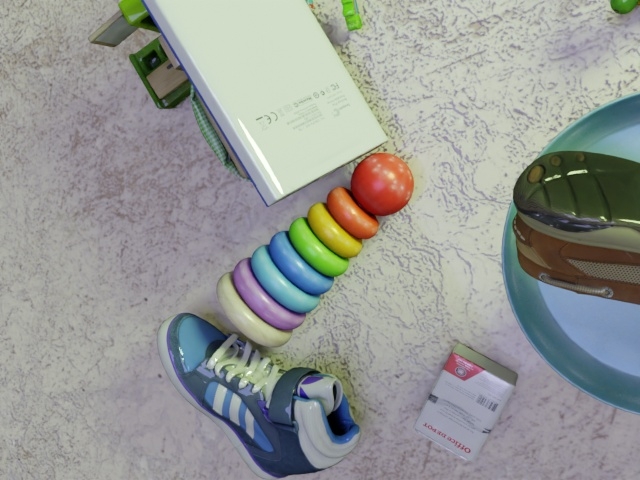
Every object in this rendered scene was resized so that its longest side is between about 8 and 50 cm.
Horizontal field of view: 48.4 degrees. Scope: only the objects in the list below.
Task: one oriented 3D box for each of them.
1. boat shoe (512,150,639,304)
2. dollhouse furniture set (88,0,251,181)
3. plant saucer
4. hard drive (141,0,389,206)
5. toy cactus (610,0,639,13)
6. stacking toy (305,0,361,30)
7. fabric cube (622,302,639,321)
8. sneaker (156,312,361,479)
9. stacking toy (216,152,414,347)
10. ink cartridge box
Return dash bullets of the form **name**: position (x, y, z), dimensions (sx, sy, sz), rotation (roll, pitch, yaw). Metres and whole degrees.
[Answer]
- **boat shoe**: position (0.325, 0.013, 0.607), dimensions (0.324, 0.122, 0.120), rotation (16, 134, 19)
- **dollhouse furniture set**: position (-0.181, -0.184, 1.020), dimensions (0.151, 0.197, 0.301), rotation (-31, 88, 20)
- **plant saucer**: position (0.337, 0.013, 0.676), dimensions (0.318, 0.044, 0.317), rotation (4, 101, 19)
- **hard drive**: position (-0.069, -0.226, 0.931), dimensions (0.318, 0.210, 0.040), rotation (59, 146, 0)
- **toy cactus**: position (0.433, -0.334, 0.791), dimensions (0.219, 0.180, 0.112), rotation (-12, 75, 17)
- **stacking toy**: position (-0.036, -0.389, 1.015), dimensions (0.167, 0.052, 0.221), rotation (-8, 98, 23)
- **fabric cube**: position (0.479, 0.013, 0.786), dimensions (0.259, 0.258, 0.254), rotation (-44, 83, 21)
- **sneaker**: position (-0.076, 0.207, 1.066), dimensions (0.236, 0.130, 0.322), rotation (-33, 96, 37)
- **stacking toy**: position (0.000, 0.000, 1.032), dimensions (0.141, 0.141, 0.330), rotation (46, 105, 7)
- **ink cartridge box**: position (0.209, 0.233, 1.029), dimensions (0.099, 0.056, 0.135), rotation (28, 107, 14)
